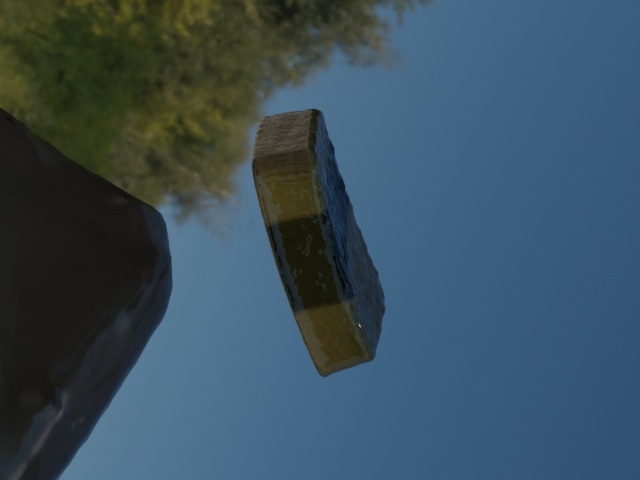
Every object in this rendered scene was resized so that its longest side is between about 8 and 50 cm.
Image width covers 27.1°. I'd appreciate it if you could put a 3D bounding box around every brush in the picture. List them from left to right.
[{"bbox_3d":[0.000,0.000,1.067,0.059,0.197,0.123,-14,-156,12],"label":"brush"}]

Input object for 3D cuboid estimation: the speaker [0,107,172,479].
[{"bbox_3d":[-0.198,0.057,0.411,0.388,0.180,0.184,-29,-150,59],"label":"speaker"}]
